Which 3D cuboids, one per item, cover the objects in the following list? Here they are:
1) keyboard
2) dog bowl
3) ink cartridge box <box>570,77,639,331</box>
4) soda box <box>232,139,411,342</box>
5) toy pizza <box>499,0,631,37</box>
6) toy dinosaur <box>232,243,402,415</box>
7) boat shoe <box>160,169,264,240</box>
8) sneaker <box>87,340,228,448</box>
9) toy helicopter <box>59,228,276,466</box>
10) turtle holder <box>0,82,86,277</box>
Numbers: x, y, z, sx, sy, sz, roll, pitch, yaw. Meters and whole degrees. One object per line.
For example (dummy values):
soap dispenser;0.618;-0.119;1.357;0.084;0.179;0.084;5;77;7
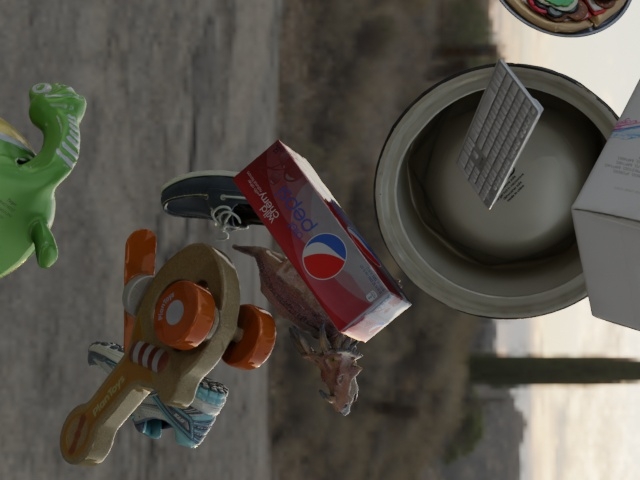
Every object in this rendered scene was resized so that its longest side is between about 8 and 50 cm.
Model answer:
keyboard;0.192;-0.112;1.468;0.072;0.014;0.256;50;-18;14
dog bowl;0.293;-0.090;2.076;0.150;0.408;0.407;-66;157;-68
ink cartridge box;0.428;-0.069;1.601;0.306;0.131;0.226;-56;145;-27
soda box;0.000;0.000;1.689;0.263;0.083;0.092;54;11;25
toy pizza;0.308;-0.351;1.691;0.032;0.201;0.201;117;-25;-68
toy dinosaur;-0.021;0.090;1.924;0.200;0.296;0.127;-43;169;-49
boat shoe;-0.121;-0.050;1.978;0.095;0.255;0.079;70;23;-62
sneaker;-0.283;0.246;2.127;0.110;0.283;0.122;24;86;-53
toy helicopter;-0.234;0.146;1.730;0.355;0.140;0.235;-50;-134;17
turtle holder;-0.472;-0.083;1.753;0.320;0.243;0.227;-52;-135;30
